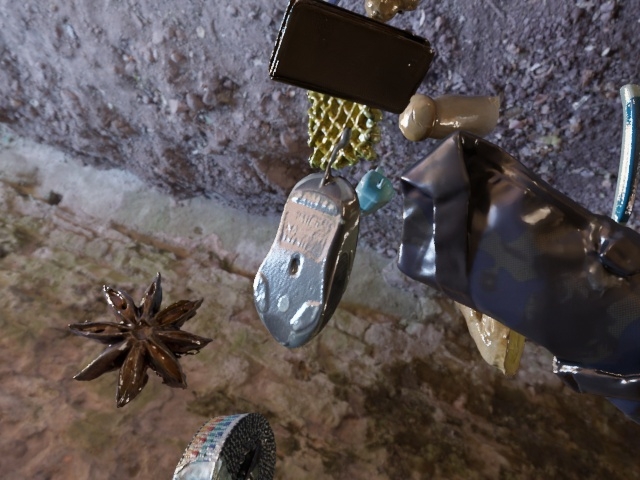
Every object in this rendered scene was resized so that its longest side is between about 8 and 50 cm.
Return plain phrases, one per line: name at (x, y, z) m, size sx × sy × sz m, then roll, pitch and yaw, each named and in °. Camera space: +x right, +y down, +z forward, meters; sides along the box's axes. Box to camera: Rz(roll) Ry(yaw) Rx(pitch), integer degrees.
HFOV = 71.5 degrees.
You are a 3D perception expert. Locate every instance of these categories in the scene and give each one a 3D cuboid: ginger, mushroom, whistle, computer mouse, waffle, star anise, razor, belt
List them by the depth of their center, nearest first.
razor at (0.364, -0.088, 0.533) m, size 0.068 × 0.191 × 0.037 m, roll -1°, pitch -167°, yaw -15°
computer mouse at (0.000, 0.000, 0.747) m, size 0.167 × 0.379 × 0.090 m, roll 25°, pitch -170°, yaw 37°
ginger at (0.346, 0.098, 0.915) m, size 0.190 × 0.354 × 0.126 m, roll -26°, pitch 141°, yaw 30°
waffle at (0.052, -0.262, 0.937) m, size 0.054 × 0.223 × 0.204 m, roll -1°, pitch 178°, yaw -41°
belt at (-0.214, 0.538, 1.045) m, size 0.150 × 0.257 × 0.207 m, roll -18°, pitch 116°, yaw 27°
star anise at (-0.426, 0.233, 1.069) m, size 0.332 × 0.331 × 0.117 m, roll 26°, pitch 143°, yaw -3°
ginger at (0.209, -0.615, 1.102) m, size 0.204 × 0.104 × 0.080 m, roll -20°, pitch 148°, yaw 14°
whistle at (0.128, -0.115, 1.193) m, size 0.093 × 0.186 × 0.274 m, roll 32°, pitch 166°, yaw -3°
mushroom at (0.398, -0.360, 1.313) m, size 0.407 × 0.137 × 0.154 m, roll -14°, pitch -171°, yaw -42°

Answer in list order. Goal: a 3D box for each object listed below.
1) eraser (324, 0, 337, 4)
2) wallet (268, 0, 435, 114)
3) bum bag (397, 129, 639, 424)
eraser at (0.014, -0.424, 0.775) m, size 0.036 × 0.082 × 0.225 m, roll 38°, pitch 149°, yaw -14°
wallet at (0.042, -0.231, 0.572) m, size 0.198 × 0.031 × 0.110 m, roll 9°, pitch 135°, yaw -22°
bum bag at (0.190, 0.036, 0.349) m, size 0.310 × 0.074 × 0.137 m, roll 35°, pitch 121°, yaw 14°
